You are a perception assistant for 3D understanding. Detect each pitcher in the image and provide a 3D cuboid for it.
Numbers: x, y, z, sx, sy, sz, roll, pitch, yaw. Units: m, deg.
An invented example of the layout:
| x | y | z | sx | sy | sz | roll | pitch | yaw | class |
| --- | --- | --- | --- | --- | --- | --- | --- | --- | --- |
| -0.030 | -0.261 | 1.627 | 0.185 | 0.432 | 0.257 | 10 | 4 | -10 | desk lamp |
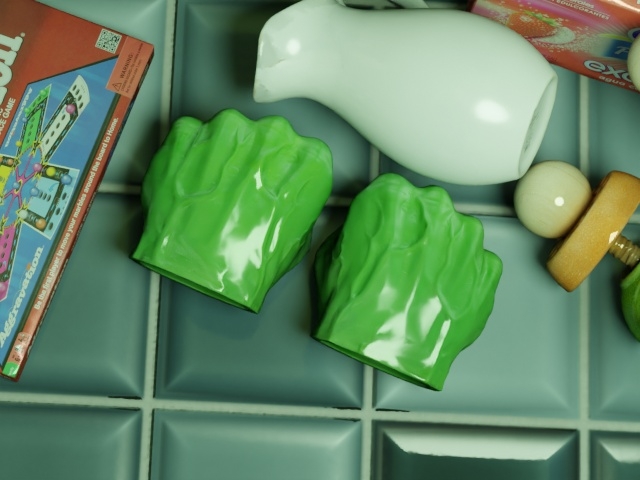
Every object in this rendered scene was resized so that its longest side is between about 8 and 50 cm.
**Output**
| x | y | z | sx | sy | sz | roll | pitch | yaw | class |
| --- | --- | --- | --- | --- | --- | --- | --- | --- | --- |
| 0.077 | -0.135 | 1.345 | 0.207 | 0.125 | 0.177 | 21 | 46 | 15 | pitcher |

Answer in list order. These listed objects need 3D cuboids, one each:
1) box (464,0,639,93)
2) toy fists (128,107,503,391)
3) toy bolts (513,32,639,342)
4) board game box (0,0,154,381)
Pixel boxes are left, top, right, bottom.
| x | y | z | sx | sy | sz | roll | pitch | yaw | class |
| --- | --- | --- | --- | --- | --- | --- | --- | --- | --- |
| 0.280 | -0.204 | 1.381 | 0.300 | 0.142 | 0.154 | 19 | 74 | -1 | box |
| 0.000 | 0.000 | 1.334 | 0.279 | 0.096 | 0.142 | 24 | 83 | -1 | toy fists |
| 0.246 | -0.042 | 1.277 | 0.158 | 0.218 | 0.228 | 36 | 103 | -1 | toy bolts |
| -0.245 | -0.048 | 1.354 | 0.145 | 0.027 | 0.281 | 20 | 76 | 1 | board game box |
